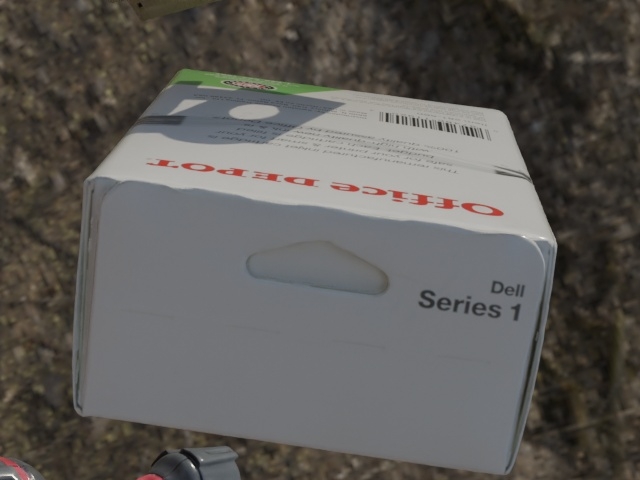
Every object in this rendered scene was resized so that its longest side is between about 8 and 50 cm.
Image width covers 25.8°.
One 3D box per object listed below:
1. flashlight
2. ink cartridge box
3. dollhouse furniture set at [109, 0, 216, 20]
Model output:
[{"bbox_3d":[-0.184,0.212,1.139,0.304,0.103,0.103,1,74,-50],"label":"flashlight"},{"bbox_3d":[0.000,0.000,0.566,0.219,0.160,0.092,-78,176,-73],"label":"ink cartridge box"},{"bbox_3d":[-0.037,-0.211,0.600,0.101,0.161,0.182,63,11,-80],"label":"dollhouse furniture set"}]
